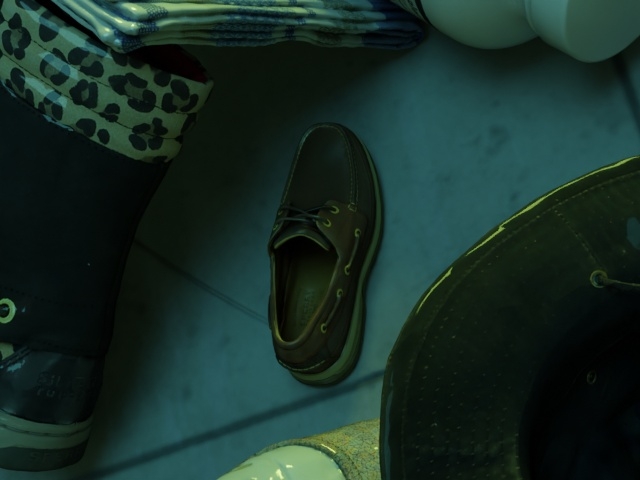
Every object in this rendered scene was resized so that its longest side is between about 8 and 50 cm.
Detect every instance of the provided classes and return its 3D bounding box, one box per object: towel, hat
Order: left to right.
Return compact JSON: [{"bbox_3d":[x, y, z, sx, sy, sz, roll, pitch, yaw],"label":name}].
[{"bbox_3d":[-0.083,-0.179,0.939,0.209,0.285,0.034,39,120,31],"label":"towel"},{"bbox_3d":[0.193,0.111,0.753,0.331,0.134,0.331,-2,65,4],"label":"hat"}]

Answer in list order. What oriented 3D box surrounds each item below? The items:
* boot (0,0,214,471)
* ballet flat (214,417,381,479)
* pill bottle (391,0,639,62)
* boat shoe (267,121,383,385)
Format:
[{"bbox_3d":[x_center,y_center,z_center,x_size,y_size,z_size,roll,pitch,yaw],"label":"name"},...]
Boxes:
[{"bbox_3d":[-0.249,-0.060,0.959,0.377,0.138,0.284,37,111,28],"label":"boot"},{"bbox_3d":[-0.064,0.192,0.842,0.316,0.106,0.108,-33,59,7],"label":"ballet flat"},{"bbox_3d":[0.075,-0.242,0.932,0.323,0.181,0.181,37,85,32],"label":"pill bottle"},{"bbox_3d":[0.000,0.000,0.927,0.064,0.060,0.178,-4,66,22],"label":"boat shoe"}]
